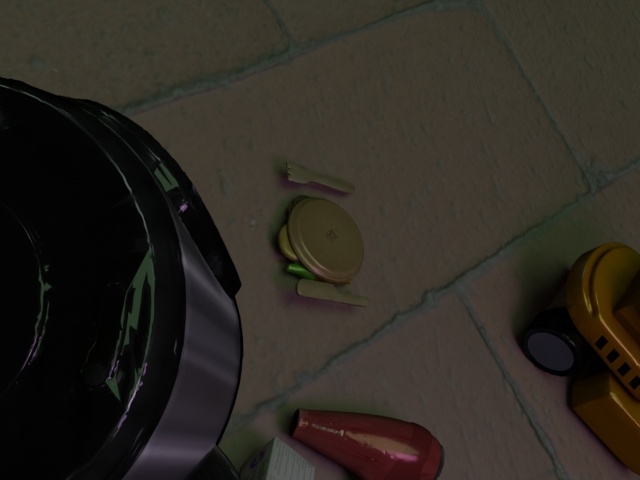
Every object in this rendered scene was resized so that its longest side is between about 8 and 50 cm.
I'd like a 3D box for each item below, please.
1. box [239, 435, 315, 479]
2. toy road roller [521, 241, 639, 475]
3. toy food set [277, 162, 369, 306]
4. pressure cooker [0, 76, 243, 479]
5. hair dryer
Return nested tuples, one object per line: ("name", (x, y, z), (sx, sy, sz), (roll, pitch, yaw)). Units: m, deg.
("box", (-0.059, 0.317, 0.926), (0.067, 0.063, 0.324), (41, 18, -11))
("toy road roller", (0.473, 0.151, 1.314), (0.329, 0.241, 0.202), (49, 54, -4))
("toy food set", (0.000, 0.000, 1.229), (0.132, 0.038, 0.192), (14, 57, -33))
("pressure cooker", (-0.261, 0.087, 0.812), (0.376, 0.420, 0.369), (-4, 75, 4))
("hair dryer", (0.068, 0.312, 1.100), (0.224, 0.080, 0.293), (-32, 82, -30))
